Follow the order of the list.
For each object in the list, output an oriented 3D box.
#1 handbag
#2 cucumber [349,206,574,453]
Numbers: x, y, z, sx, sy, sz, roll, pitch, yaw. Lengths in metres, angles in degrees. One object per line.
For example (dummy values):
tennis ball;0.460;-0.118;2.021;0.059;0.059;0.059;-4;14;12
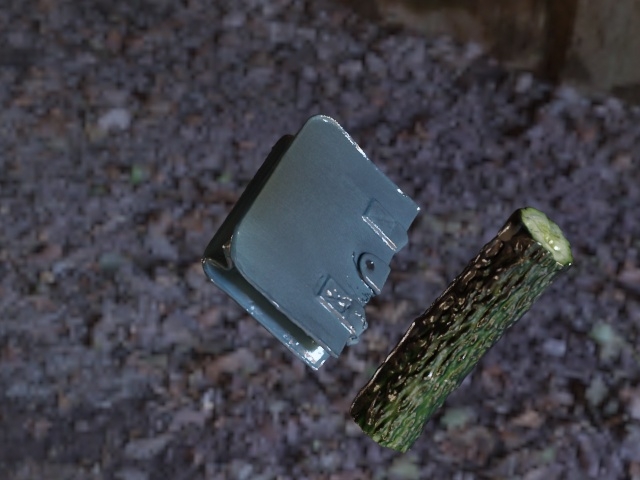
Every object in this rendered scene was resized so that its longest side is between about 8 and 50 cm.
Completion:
handbag;0.000;0.000;1.478;0.179;0.062;0.229;42;49;-11
cucumber;0.093;0.058;1.003;0.058;0.187;0.058;35;17;-13
